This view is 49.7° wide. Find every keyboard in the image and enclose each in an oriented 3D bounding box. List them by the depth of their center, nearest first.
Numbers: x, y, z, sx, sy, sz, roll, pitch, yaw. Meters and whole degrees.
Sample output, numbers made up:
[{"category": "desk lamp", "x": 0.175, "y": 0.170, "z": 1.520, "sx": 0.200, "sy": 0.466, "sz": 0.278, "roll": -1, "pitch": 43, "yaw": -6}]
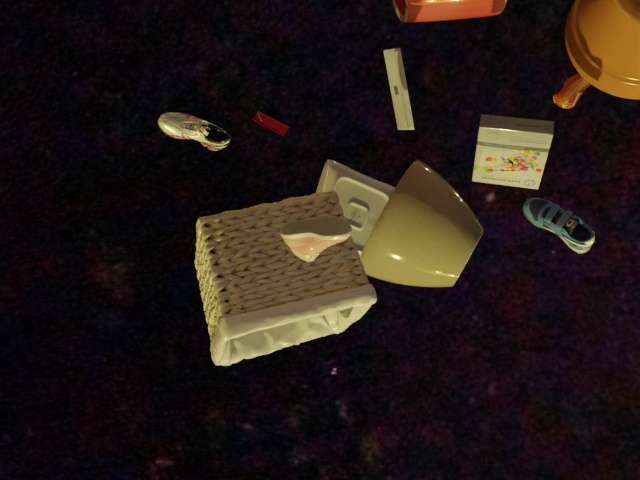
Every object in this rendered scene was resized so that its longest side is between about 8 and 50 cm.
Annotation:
[{"category": "keyboard", "x": 0.245, "y": -0.470, "z": 2.160, "sx": 0.014, "sy": 0.072, "sz": 0.255, "roll": -23, "pitch": 111, "yaw": -29}]

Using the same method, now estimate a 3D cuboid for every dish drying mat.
[{"category": "dish drying mat", "x": -0.116, "y": -0.275, "z": 1.622, "sx": 0.083, "sy": 0.008, "sz": 0.032, "roll": 26, "pitch": 57, "yaw": -4}]

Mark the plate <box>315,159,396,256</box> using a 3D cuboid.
[{"category": "plate", "x": 0.103, "y": -0.078, "z": 2.142, "sx": 0.278, "sy": 0.045, "sz": 0.277, "roll": 21, "pitch": 83, "yaw": -20}]

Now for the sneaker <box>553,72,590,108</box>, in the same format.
[{"category": "sneaker", "x": 0.722, "y": -0.448, "z": 1.933, "sx": 0.175, "sy": 0.067, "sz": 0.064, "roll": -43, "pitch": 138, "yaw": 1}]

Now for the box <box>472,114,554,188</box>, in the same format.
[{"category": "box", "x": 0.398, "y": -0.183, "z": 1.448, "sx": 0.186, "sy": 0.145, "sz": 0.038, "roll": 79, "pitch": 23, "yaw": -59}]

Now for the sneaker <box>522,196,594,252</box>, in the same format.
[{"category": "sneaker", "x": 0.435, "y": -0.035, "z": 1.252, "sx": 0.144, "sy": 0.059, "sz": 0.053, "roll": 34, "pitch": 84, "yaw": 10}]

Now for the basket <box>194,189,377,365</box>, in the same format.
[{"category": "basket", "x": -0.101, "y": 0.090, "z": 1.507, "sx": 0.332, "sy": 0.328, "sz": 0.266, "roll": -14, "pitch": 74, "yaw": -16}]

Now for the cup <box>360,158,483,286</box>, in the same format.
[{"category": "cup", "x": 0.276, "y": -0.009, "z": 1.785, "sx": 0.237, "sy": 0.331, "sz": 0.331, "roll": 29, "pitch": 47, "yaw": 10}]

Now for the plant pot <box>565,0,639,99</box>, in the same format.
[{"category": "plant pot", "x": 0.637, "y": -0.444, "z": 1.324, "sx": 0.203, "sy": 0.291, "sz": 0.290, "roll": 50, "pitch": 37, "yaw": -75}]

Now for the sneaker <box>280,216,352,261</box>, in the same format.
[{"category": "sneaker", "x": 0.000, "y": 0.000, "z": 1.220, "sx": 0.051, "sy": 0.134, "sz": 0.070, "roll": -67, "pitch": 145, "yaw": -42}]

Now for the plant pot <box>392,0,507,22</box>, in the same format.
[{"category": "plant pot", "x": 0.300, "y": -0.662, "z": 1.697, "sx": 0.275, "sy": 0.243, "sz": 0.274, "roll": 166, "pitch": -90, "yaw": -89}]

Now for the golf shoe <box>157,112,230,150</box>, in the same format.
[{"category": "golf shoe", "x": -0.315, "y": -0.285, "z": 1.746, "sx": 0.186, "sy": 0.086, "sz": 0.067, "roll": 15, "pitch": 78, "yaw": -25}]
